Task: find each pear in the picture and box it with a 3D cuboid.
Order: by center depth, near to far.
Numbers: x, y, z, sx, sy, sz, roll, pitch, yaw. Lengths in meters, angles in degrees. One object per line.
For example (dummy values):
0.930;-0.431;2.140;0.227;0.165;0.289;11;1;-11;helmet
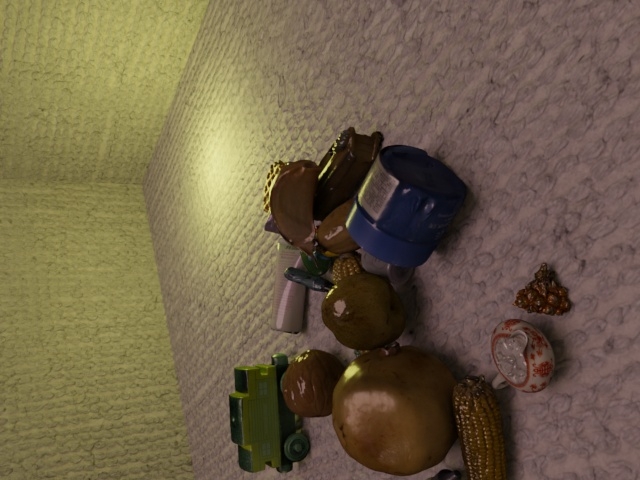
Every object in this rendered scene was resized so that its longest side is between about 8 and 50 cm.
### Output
0.113;0.200;1.539;0.211;0.188;0.228;-20;112;21;pear

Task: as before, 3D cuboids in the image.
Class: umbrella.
-0.030;0.143;1.955;0.251;0.053;0.052;19;103;40;umbrella

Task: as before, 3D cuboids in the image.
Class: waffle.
-0.159;-0.191;2.214;0.254;0.052;0.245;30;114;55;waffle

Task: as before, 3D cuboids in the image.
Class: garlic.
-0.077;-0.091;1.798;0.196;0.151;0.338;17;109;49;garlic

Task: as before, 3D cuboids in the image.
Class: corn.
0.375;0.470;1.304;0.115;0.115;0.317;-9;93;58;corn
0.120;0.188;1.704;0.130;0.130;0.346;-34;63;53;corn

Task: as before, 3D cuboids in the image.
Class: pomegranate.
0.193;0.418;1.424;0.333;0.333;0.332;2;92;58;pomegranate

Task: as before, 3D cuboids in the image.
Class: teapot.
0.434;0.257;1.218;0.159;0.116;0.245;44;145;36;teapot

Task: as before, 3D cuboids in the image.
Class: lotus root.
0.098;-0.039;1.680;0.257;0.154;0.140;-34;57;10;lotus root

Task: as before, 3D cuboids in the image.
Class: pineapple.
0.480;0.105;1.205;0.114;0.077;0.114;10;88;23;pineapple

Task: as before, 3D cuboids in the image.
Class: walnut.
-0.019;0.473;1.857;0.228;0.228;0.227;2;92;58;walnut

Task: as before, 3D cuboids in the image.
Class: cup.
0.195;0.045;1.608;0.133;0.099;0.135;27;114;56;cup

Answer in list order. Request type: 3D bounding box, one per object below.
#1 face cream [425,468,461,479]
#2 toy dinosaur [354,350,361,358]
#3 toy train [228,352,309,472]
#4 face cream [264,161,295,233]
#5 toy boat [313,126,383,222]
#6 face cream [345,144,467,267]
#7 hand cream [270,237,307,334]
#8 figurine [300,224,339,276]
0.287;0.693;1.481;0.092;0.092;0.311;58;136;39;face cream
0.116;0.363;1.813;0.062;0.021;0.083;25;107;63;toy dinosaur
-0.200;0.650;2.087;0.179;0.273;0.441;-14;79;60;toy train
-0.108;-0.150;2.070;0.096;0.154;0.273;-105;27;-75;face cream
0.035;-0.209;1.832;0.445;0.136;0.162;-53;43;46;toy boat
0.216;-0.091;1.432;0.249;0.249;0.225;59;137;39;face cream
-0.114;0.171;2.106;0.186;0.118;0.358;5;88;48;hand cream
0.012;-0.004;1.892;0.234;0.128;0.185;112;150;-48;figurine
